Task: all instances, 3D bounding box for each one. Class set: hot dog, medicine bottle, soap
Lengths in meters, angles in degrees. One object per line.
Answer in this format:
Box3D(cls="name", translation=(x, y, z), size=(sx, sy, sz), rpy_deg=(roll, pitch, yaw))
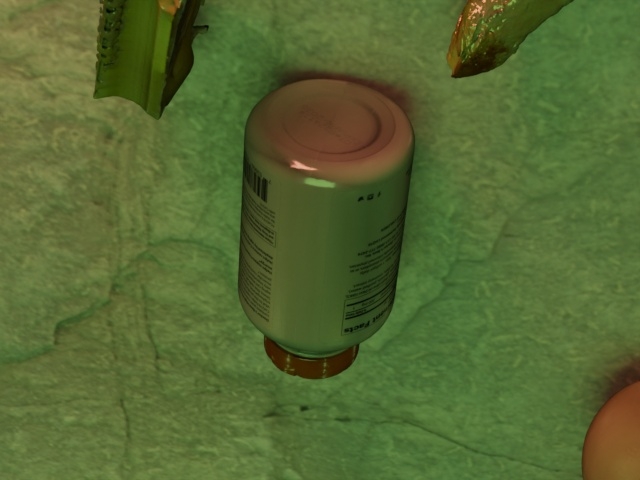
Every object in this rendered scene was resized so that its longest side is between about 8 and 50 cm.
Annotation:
Box3D(cls="hot dog", translation=(0.169, -0.210, 1.451), size=(0.169, 0.061, 0.078), rpy_deg=(-38, 147, 14))
Box3D(cls="medicine bottle", translation=(0.000, 0.000, 1.610), size=(0.157, 0.157, 0.289), rpy_deg=(10, 132, 6))
Box3D(cls="soap", translation=(-0.136, -0.211, 1.431), size=(0.076, 0.135, 0.233), rpy_deg=(18, 155, -1))

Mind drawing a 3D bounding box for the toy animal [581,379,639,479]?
Box3D(cls="toy animal", translation=(0.366, 0.296, 1.741), size=(0.269, 0.237, 0.326), rpy_deg=(-26, 115, 21))
